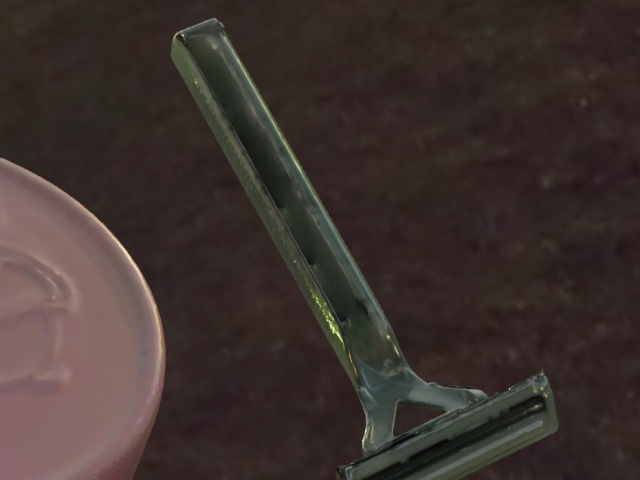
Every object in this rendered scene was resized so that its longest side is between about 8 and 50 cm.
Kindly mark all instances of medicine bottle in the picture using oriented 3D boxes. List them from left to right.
[{"bbox_3d":[-0.196,0.134,0.751,0.202,0.316,0.202,13,42,-12],"label":"medicine bottle"}]

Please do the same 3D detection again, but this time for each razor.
[{"bbox_3d":[-0.001,0.005,0.896,0.111,0.056,0.278,-24,63,-16],"label":"razor"}]
